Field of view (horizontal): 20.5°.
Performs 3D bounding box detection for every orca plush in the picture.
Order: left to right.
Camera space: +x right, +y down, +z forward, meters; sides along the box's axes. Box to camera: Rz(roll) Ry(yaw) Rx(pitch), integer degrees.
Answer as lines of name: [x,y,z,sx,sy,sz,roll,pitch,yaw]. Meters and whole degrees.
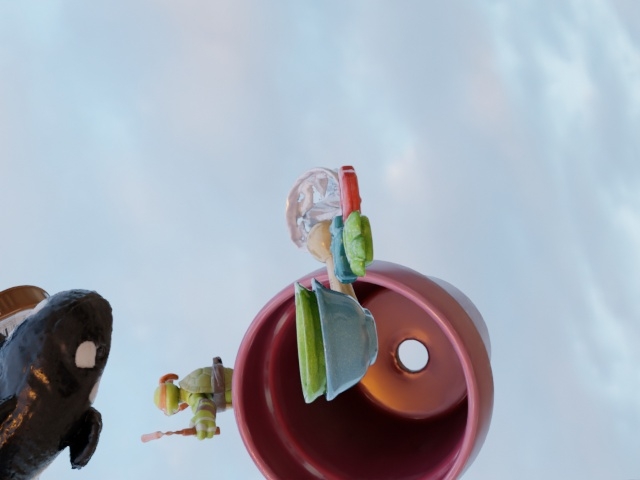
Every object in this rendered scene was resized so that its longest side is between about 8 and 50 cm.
orca plush: [-0.289,0.154,1.480,0.151,0.287,0.102,57,-164,22]

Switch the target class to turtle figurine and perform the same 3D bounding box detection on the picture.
turtle figurine: [-0.118,0.187,2.230,0.269,0.217,0.087,-123,30,-82]

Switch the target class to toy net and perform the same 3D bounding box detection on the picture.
toy net: [0.000,0.000,1.079,0.232,0.045,0.122,-103,8,-66]

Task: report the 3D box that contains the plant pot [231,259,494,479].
plant pot: [0.052,0.105,1.415,0.180,0.201,0.201,-28,-79,-68]

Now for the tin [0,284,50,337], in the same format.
tin: [-0.367,0.116,1.913,0.040,0.190,0.106,51,156,31]
